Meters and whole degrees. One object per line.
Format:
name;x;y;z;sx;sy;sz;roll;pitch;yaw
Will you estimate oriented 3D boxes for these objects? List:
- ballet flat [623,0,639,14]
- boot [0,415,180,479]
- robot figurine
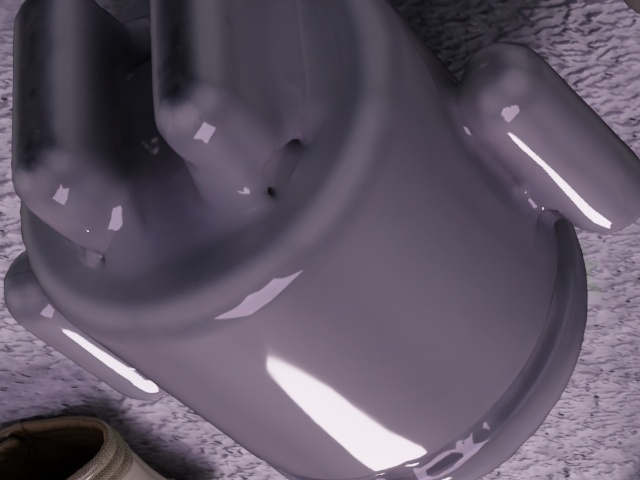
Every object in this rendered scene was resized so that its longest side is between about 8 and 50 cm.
ballet flat;0.170;-0.146;0.853;0.072;0.068;0.213;1;147;-6
boot;-0.187;0.192;1.331;0.213;0.077;0.165;-23;142;19
robot figurine;0.000;0.000;0.941;0.300;0.199;0.353;-18;144;24
